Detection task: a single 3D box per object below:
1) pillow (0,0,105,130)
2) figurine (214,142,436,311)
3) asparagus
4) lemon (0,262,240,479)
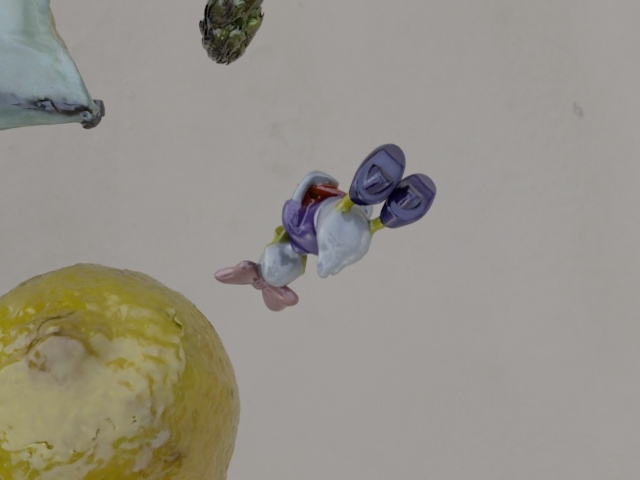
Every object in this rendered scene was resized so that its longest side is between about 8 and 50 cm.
[{"bbox_3d":[-0.315,-0.176,0.548,0.312,0.119,0.310,-16,90,-2],"label":"pillow"},{"bbox_3d":[0.004,-0.005,1.504,0.154,0.421,0.193,33,56,-25],"label":"figurine"},{"bbox_3d":[-0.039,-0.139,0.486,0.036,0.165,0.030,32,62,-5],"label":"asparagus"},{"bbox_3d":[-0.152,0.117,0.638,0.192,0.231,0.192,-4,60,6],"label":"lemon"}]
